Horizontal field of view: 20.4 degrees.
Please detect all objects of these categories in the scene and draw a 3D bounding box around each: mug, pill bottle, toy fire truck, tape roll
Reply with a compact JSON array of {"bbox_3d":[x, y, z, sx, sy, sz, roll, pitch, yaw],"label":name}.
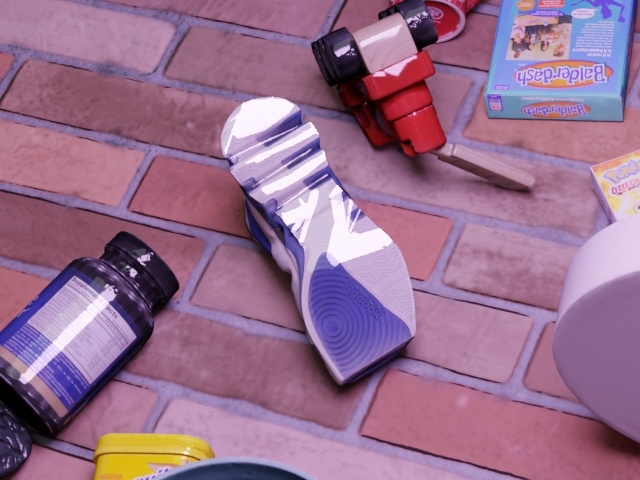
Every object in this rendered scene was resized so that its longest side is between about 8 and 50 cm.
[{"bbox_3d":[0.149,-0.337,2.159,0.150,0.113,0.169,-9,56,21],"label":"mug"},{"bbox_3d":[-0.261,0.097,1.947,0.123,0.123,0.219,32,67,30],"label":"pill bottle"},{"bbox_3d":[0.115,-0.146,2.013,0.158,0.217,0.246,-24,95,-4],"label":"toy fire truck"},{"bbox_3d":[0.406,0.099,1.617,0.392,0.392,0.072,5,57,17],"label":"tape roll"}]

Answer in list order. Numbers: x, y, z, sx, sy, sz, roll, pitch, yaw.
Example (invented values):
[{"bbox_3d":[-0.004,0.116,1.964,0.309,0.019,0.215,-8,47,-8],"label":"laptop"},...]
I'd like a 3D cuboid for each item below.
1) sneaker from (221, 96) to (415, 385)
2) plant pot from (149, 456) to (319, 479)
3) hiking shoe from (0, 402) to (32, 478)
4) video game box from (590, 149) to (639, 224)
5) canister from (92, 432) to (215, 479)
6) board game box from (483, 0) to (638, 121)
[{"bbox_3d":[-0.001,-0.001,1.955,0.127,0.182,0.315,-27,83,-4],"label":"sneaker"},{"bbox_3d":[-0.075,0.377,1.656,0.293,0.196,0.293,-7,54,9],"label":"plant pot"},{"bbox_3d":[-0.465,0.234,1.906,0.304,0.132,0.113,-5,70,-18],"label":"hiking shoe"},{"bbox_3d":[0.420,-0.035,1.920,0.205,0.048,0.187,-20,51,0],"label":"video game box"},{"bbox_3d":[-0.182,0.289,1.823,0.126,0.073,0.170,-1,57,13],"label":"canister"},{"bbox_3d":[0.287,-0.236,2.094,0.160,0.047,0.210,3,56,16],"label":"board game box"}]
